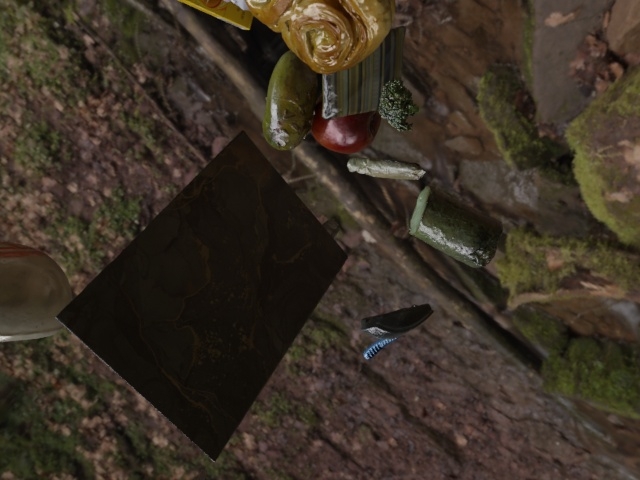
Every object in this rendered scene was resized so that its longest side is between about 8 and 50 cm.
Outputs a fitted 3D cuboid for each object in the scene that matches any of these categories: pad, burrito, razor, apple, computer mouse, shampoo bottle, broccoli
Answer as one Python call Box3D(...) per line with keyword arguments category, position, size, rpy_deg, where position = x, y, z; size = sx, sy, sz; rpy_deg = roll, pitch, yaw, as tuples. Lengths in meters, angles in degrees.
Box3D(category="pad", position=(-0.115, 0.050, 0.780), size=(0.007, 0.367, 0.247), rpy_deg=(-22, 114, 46))
Box3D(category="burrito", position=(0.155, -0.167, 1.432), size=(0.188, 0.044, 0.058), rpy_deg=(7, -175, 23))
Box3D(category="razor", position=(0.224, 0.283, 1.876), size=(0.082, 0.253, 0.042), rpy_deg=(20, -145, -47))
Box3D(category="apple", position=(0.081, -0.378, 1.911), size=(0.201, 0.218, 0.218), rpy_deg=(15, 159, 14))
Box3D(category="computer mouse", position=(0.204, 0.218, 1.619), size=(0.126, 0.231, 0.071), rpy_deg=(-23, 77, 48))
Box3D(category="shampoo bottle", position=(0.000, -0.001, 1.782), size=(0.064, 0.208, 0.057), rpy_deg=(24, 117, 12))
Box3D(category="broccoli", position=(0.165, -0.284, 1.292), size=(0.092, 0.095, 0.097), rpy_deg=(5, -154, -44))

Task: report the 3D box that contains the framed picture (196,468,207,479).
Box3D(category="framed picture", position=(-0.315, 0.686, 1.496), size=(0.020, 0.211, 0.289), rpy_deg=(13, 166, -5))

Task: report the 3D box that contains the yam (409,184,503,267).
Box3D(category="yam", position=(0.451, -0.042, 2.077), size=(0.300, 0.195, 0.195), rpy_deg=(27, 165, -5))

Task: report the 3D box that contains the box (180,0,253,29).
Box3D(category="box", position=(-0.273, -0.665, 1.598), size=(0.043, 0.152, 0.269), rpy_deg=(22, -169, 40))

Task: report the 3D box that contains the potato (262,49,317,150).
Box3D(category="potato", position=(-0.084, -0.409, 1.808), size=(0.141, 0.298, 0.176), rpy_deg=(19, -159, 12))

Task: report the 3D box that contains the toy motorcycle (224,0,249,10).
Box3D(category="toy motorcycle", position=(-0.145, -0.478, 1.140), size=(0.171, 0.110, 0.260), rpy_deg=(49, 180, -14))

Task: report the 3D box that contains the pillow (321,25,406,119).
Box3D(category="pillow", position=(0.101, -0.399, 1.473), size=(0.052, 0.212, 0.208), rpy_deg=(-116, 19, -50))

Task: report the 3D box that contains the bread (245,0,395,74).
Box3D(category="bread", position=(-0.006, -0.352, 0.851), size=(0.236, 0.120, 0.198), rpy_deg=(42, 144, -18))

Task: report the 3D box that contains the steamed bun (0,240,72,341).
Box3D(category="steamed bun", position=(-0.625, 0.089, 1.181), size=(0.283, 0.177, 0.283), rpy_deg=(3, 180, 0))
